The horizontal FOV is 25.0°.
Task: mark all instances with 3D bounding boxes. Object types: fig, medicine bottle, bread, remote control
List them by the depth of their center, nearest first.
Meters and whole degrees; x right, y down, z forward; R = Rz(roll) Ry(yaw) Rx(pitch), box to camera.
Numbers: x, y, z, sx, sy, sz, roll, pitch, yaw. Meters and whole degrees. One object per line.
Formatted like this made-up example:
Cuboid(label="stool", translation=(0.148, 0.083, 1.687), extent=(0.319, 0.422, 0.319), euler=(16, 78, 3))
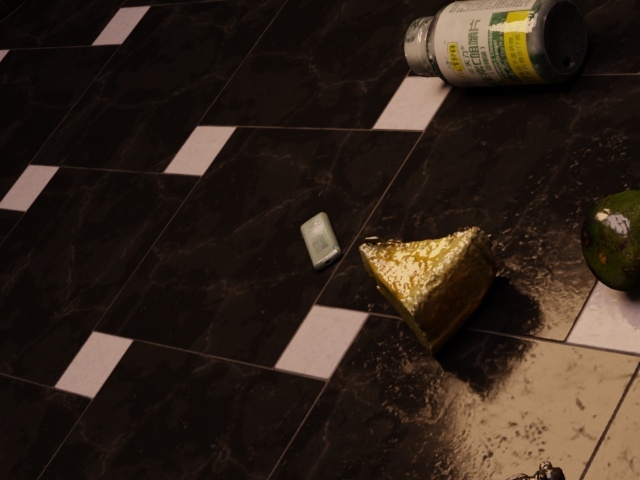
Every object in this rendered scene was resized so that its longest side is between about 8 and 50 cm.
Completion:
Cuboid(label="fig", translation=(0.412, -0.009, 1.868), extent=(0.156, 0.123, 0.123), euler=(-25, 24, -31))
Cuboid(label="bread", translation=(0.145, 0.045, 2.024), extent=(0.169, 0.140, 0.160), euler=(-46, 45, -15))
Cuboid(label="medicine bottle", translation=(0.272, -0.316, 2.307), extent=(0.293, 0.141, 0.141), euler=(4, 54, 46))
Cuboid(label="remote control", translation=(0.000, 0.000, 2.321), extent=(0.053, 0.018, 0.124), euler=(-36, 34, 9))

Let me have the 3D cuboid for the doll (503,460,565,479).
Cuboid(label="doll", translation=(0.234, 0.332, 1.696), extent=(0.165, 0.057, 0.139), euler=(-43, 31, -12))
